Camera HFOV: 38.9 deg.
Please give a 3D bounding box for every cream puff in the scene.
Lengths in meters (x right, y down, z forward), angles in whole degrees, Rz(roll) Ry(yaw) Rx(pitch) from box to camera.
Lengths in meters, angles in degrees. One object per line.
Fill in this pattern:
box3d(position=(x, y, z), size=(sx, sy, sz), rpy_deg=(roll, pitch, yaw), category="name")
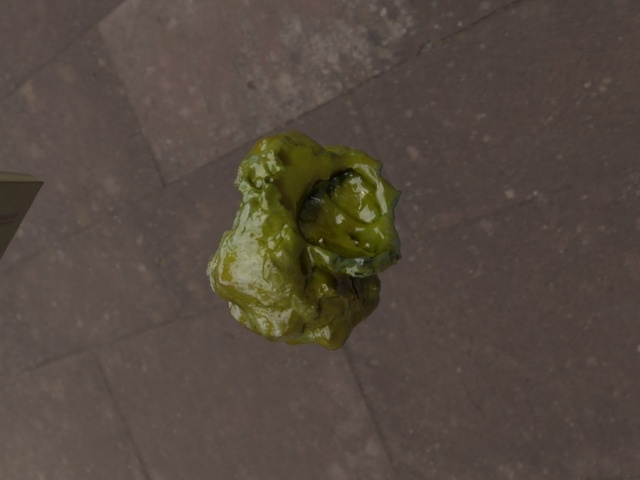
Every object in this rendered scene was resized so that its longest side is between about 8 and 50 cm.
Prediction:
box3d(position=(-0.001, 0.000, 1.063), size=(0.185, 0.282, 0.282), rpy_deg=(3, 111, 31), category="cream puff")

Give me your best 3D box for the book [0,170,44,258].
box3d(position=(-0.377, 0.031, 0.951), size=(0.026, 0.161, 0.231), rpy_deg=(30, 92, -2), category="book")
